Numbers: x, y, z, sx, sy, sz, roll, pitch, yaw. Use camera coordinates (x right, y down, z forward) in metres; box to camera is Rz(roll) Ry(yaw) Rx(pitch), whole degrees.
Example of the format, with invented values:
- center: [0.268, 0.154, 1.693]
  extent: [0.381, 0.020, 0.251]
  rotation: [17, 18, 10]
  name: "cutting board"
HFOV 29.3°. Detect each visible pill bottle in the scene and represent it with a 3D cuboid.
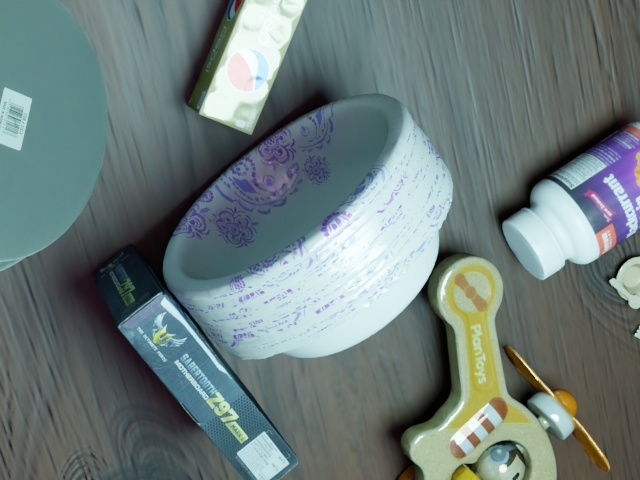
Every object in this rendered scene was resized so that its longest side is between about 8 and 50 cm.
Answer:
- center: [0.305, -0.041, 1.374]
  extent: [0.193, 0.108, 0.108]
  rotation: [-33, 112, -7]
  name: "pill bottle"

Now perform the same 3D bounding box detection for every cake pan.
- center: [-0.298, -0.109, 1.096]
  extent: [0.293, 0.054, 0.293]
  rotation: [-11, 104, -55]
  name: "cake pan"

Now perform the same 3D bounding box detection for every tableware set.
- center: [0.430, 0.045, 1.486]
  extent: [0.168, 0.020, 0.141]
  rotation: [-46, 113, -2]
  name: "tableware set"

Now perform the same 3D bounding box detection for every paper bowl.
- center: [0.000, 0.000, 1.188]
  extent: [0.284, 0.284, 0.148]
  rotation: [-40, 114, -5]
  name: "paper bowl"

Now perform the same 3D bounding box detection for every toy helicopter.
- center: [0.198, 0.182, 1.386]
  extent: [0.235, 0.140, 0.355]
  rotation: [-14, 105, -17]
  name: "toy helicopter"

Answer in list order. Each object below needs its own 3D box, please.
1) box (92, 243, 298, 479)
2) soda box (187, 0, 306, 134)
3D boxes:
- center: [-0.129, 0.125, 1.233]
  extent: [0.059, 0.183, 0.232]
  rotation: [-38, 111, -6]
  name: "box"
- center: [-0.068, -0.204, 1.234]
  extent: [0.061, 0.058, 0.181]
  rotation: [21, 98, -22]
  name: "soda box"
